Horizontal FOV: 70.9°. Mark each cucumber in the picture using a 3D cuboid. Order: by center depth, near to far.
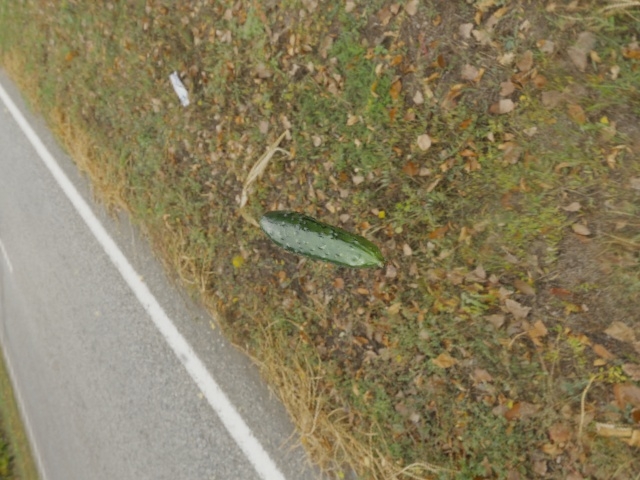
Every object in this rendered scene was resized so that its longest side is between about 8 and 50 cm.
[{"bbox_3d":[0.000,0.000,0.675,0.227,0.069,0.069,18,107,32],"label":"cucumber"}]
